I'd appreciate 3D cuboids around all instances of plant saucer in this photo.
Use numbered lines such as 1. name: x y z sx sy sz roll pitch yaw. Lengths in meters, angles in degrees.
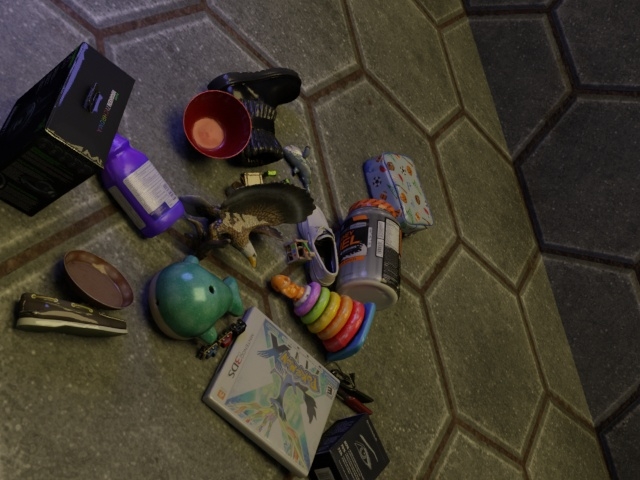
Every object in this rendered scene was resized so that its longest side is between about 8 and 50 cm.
1. plant saucer: -0.462 0.087 1.489 0.168 0.029 0.168 41 14 -13

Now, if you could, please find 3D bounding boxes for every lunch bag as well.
1. lunch bag: 0.283 -0.158 2.553 0.243 0.115 0.303 2 68 -54

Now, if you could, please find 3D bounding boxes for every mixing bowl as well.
1. mixing bowl: -0.282 -0.292 1.895 0.182 0.098 0.181 4 81 -24

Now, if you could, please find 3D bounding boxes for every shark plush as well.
1. shark plush: -0.067 -0.218 2.216 0.067 0.073 0.161 -28 115 -35

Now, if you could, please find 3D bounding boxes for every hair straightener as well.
1. hair straightener: 0.067 0.407 2.030 0.230 0.047 0.089 38 44 -27

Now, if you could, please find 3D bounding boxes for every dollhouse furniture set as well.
1. dollhouse furniture set: -0.163 -0.156 2.060 0.152 0.059 0.076 -6 83 -33

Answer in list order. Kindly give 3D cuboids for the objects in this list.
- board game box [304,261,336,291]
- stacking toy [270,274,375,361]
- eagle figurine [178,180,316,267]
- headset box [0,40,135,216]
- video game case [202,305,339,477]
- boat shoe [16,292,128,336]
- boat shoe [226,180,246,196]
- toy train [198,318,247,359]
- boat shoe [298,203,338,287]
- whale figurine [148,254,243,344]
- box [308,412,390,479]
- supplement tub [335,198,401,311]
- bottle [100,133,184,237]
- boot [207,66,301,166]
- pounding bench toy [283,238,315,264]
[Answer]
1. board game box: 0.008 0.070 2.142 0.133 0.033 0.168 8 64 -50
2. stacking toy: -0.013 0.182 1.982 0.302 0.175 0.165 35 50 -16
3. eagle figurine: -0.192 -0.043 1.809 0.298 0.226 0.225 -35 137 -37
4. headset box: -0.515 -0.220 1.429 0.131 0.283 0.246 37 46 -35
5. video game case: -0.109 0.372 1.796 0.329 0.036 0.299 44 41 -19
6. boat shoe: -0.484 0.150 1.432 0.228 0.081 0.068 15 63 -44
7. boat shoe: -0.198 -0.111 1.971 0.135 0.045 0.050 38 37 -28
8. toy train: -0.232 0.239 1.727 0.036 0.027 0.158 40 44 14
9. boat shoe: 0.000 0.000 2.095 0.096 0.088 0.267 8 58 -25
10. whale figurine: -0.263 0.131 1.672 0.272 0.141 0.216 2 69 -54
11. box: 0.067 0.568 1.876 0.207 0.108 0.153 -26 92 -55
12. supplement tub: 0.150 0.041 2.202 0.194 0.194 0.315 36 45 -35
13. bottle: -0.434 -0.144 1.650 0.282 0.092 0.118 54 42 -16
14. boot: -0.150 -0.351 2.086 0.348 0.131 0.260 -18 79 -43
15. pounding bench toy: -0.054 0.026 2.045 0.052 0.083 0.065 6 67 -50
